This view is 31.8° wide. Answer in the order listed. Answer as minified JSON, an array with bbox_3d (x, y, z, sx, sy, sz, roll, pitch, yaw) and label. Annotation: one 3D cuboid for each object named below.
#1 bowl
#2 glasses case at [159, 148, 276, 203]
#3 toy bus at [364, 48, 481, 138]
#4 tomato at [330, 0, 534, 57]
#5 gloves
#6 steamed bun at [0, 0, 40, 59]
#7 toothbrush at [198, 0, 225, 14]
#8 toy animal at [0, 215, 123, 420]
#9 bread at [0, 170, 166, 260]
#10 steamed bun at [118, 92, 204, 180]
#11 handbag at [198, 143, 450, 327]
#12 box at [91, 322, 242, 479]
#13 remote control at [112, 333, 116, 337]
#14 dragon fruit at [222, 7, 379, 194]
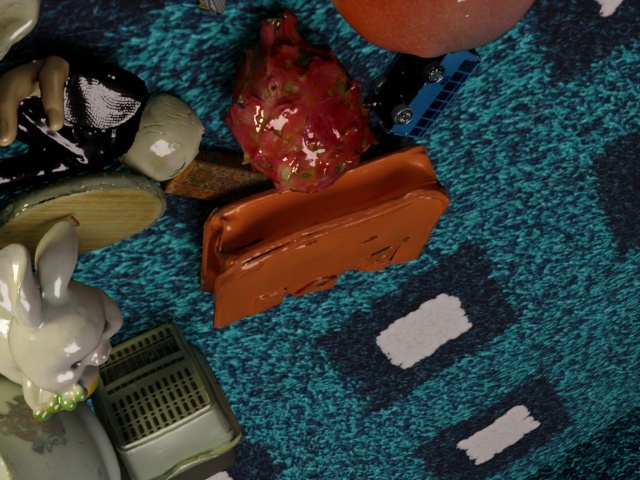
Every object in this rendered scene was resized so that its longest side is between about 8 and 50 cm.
[{"bbox_3d":[-0.455,0.370,1.834,0.196,0.435,0.434,-26,146,-30],"label":"bowl"},{"bbox_3d":[-0.147,-0.100,1.776,0.218,0.049,0.075,9,132,-41],"label":"glasses case"},{"bbox_3d":[0.165,-0.257,1.779,0.106,0.090,0.184,8,131,-41],"label":"toy bus"},{"bbox_3d":[0.147,-0.384,1.425,0.322,0.321,0.321,-19,142,-16],"label":"tomato"},{"bbox_3d":[-0.375,-0.150,1.469,0.301,0.152,0.197,-25,145,-53],"label":"gloves"},{"bbox_3d":[-0.451,-0.290,1.189,0.347,0.237,0.394,-11,140,-24],"label":"steamed bun"},{"bbox_3d":[-0.174,-0.436,1.379,0.035,0.042,0.413,-57,153,-29],"label":"toothbrush"},{"bbox_3d":[-0.399,0.117,1.646,0.183,0.247,0.310,-34,-171,-24],"label":"toy animal"},{"bbox_3d":[-0.356,-0.036,1.650,0.267,0.040,0.267,-16,164,-5],"label":"bread"},{"bbox_3d":[-0.234,-0.143,1.632,0.130,0.091,0.112,-42,141,16],"label":"steamed bun"},{"bbox_3d":[0.000,0.000,1.887,0.410,0.116,0.303,-19,158,-16],"label":"handbag"},{"bbox_3d":[-0.276,0.296,1.957,0.221,0.290,0.166,-24,129,-10],"label":"box"},{"bbox_3d":[-0.402,0.173,1.949,0.096,0.014,0.039,-25,143,-10],"label":"remote control"},{"bbox_3d":[-0.040,-0.195,1.620,0.205,0.210,0.268,-30,110,-37],"label":"dragon fruit"}]
